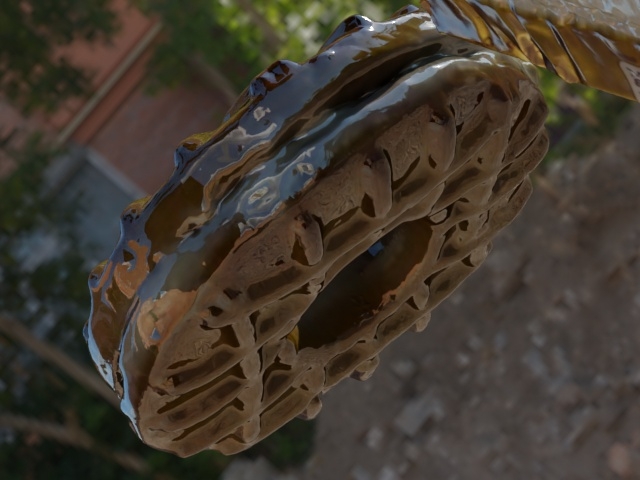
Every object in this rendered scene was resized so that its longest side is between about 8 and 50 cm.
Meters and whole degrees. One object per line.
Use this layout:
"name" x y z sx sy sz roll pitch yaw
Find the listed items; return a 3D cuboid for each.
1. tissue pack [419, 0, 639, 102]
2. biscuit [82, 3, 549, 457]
"tissue pack" 0.138 -0.125 0.528 0.183 0.092 0.226 -50 38 -13
"biscuit" 0.000 0.000 1.109 0.332 0.103 0.332 -37 -21 -17
